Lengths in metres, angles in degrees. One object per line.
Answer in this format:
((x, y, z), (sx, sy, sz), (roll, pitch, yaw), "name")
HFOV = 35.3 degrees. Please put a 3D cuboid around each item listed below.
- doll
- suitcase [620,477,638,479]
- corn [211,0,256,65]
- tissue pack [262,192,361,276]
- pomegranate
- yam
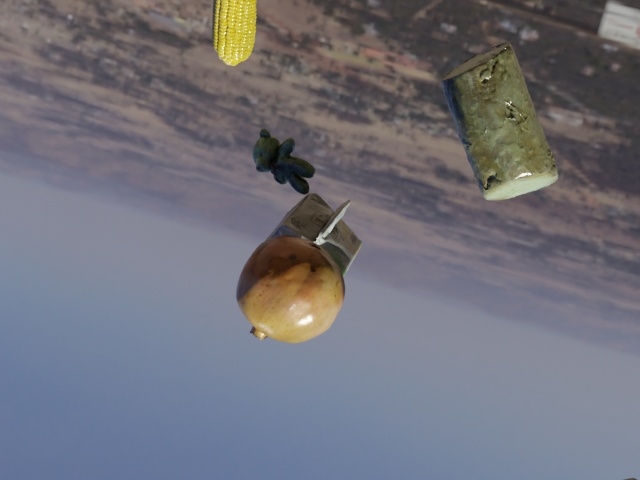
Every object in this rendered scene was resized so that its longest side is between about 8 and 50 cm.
((-0.078, -0.153, 2.010), (0.150, 0.115, 0.077), (33, -134, 22), "doll")
((0.484, 0.498, 1.565), (0.143, 0.234, 0.194), (-20, -174, 24), "suitcase")
((-0.129, -0.356, 1.515), (0.067, 0.206, 0.067), (4, -139, -3), "corn")
((0.000, 0.000, 1.927), (0.159, 0.145, 0.229), (45, -158, -4), "tissue pack")
((-0.050, 0.086, 1.712), (0.191, 0.191, 0.191), (17, 178, 1), "pomegranate")
((0.351, -0.222, 1.976), (0.168, 0.304, 0.168), (-21, -173, 3), "yam")
